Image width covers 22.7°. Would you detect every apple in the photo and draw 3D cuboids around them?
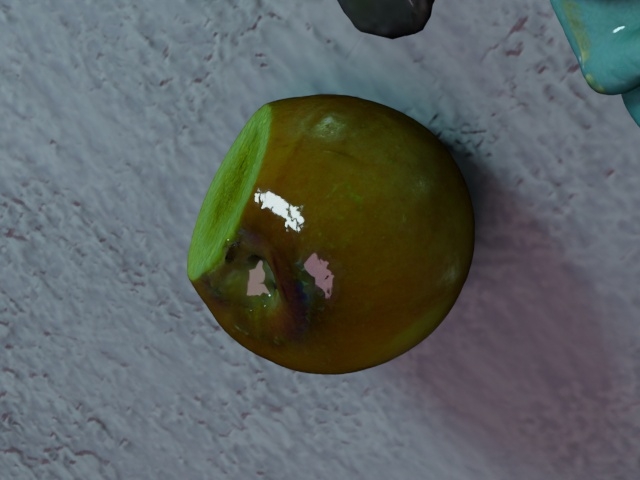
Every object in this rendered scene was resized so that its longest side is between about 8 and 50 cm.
[{"bbox_3d":[0.002,-0.004,0.888,0.163,0.147,0.146,29,130,11],"label":"apple"}]

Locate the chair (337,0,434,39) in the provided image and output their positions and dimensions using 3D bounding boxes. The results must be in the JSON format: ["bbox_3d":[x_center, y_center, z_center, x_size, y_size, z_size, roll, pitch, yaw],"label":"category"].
[{"bbox_3d":[-0.103,-0.296,0.566,0.364,0.410,0.362,-5,120,31],"label":"chair"}]

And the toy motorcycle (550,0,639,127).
[{"bbox_3d":[0.169,-0.140,0.733,0.296,0.109,0.198,41,143,14],"label":"toy motorcycle"}]
